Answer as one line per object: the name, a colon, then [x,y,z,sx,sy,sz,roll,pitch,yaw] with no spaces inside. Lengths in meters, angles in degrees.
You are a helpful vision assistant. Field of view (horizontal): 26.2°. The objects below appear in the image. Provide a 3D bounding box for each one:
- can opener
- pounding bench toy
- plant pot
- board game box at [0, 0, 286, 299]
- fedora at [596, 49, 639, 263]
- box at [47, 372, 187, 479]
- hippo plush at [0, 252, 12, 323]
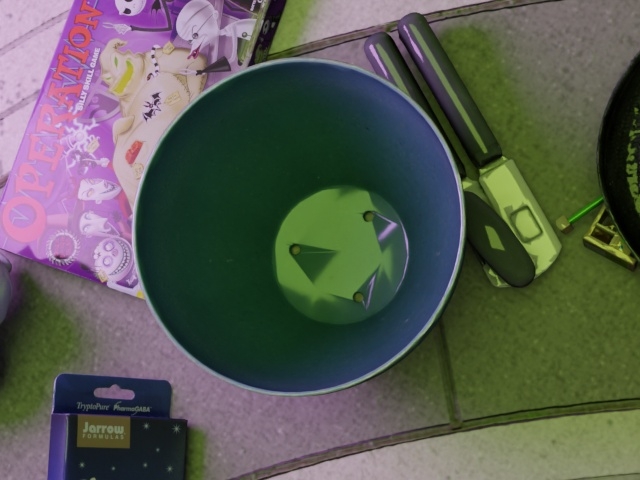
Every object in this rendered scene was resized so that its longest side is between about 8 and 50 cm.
can opener: [0.131,-0.086,1.283,0.076,0.095,0.283,-30,82,6]
pounding bench toy: [0.267,-0.021,1.265,0.083,0.052,0.065,29,89,16]
plant pot: [0.000,0.000,1.249,0.290,0.195,0.290,-2,81,13]
board game box: [-0.185,-0.125,1.391,0.208,0.056,0.346,17,86,19]
fedora: [0.396,-0.097,1.144,0.334,0.152,0.334,-2,79,12]
box: [-0.193,0.240,1.293,0.036,0.136,0.225,-9,76,49]
hippo plush: [-0.426,0.050,1.357,0.237,0.234,0.294,1,112,-14]
